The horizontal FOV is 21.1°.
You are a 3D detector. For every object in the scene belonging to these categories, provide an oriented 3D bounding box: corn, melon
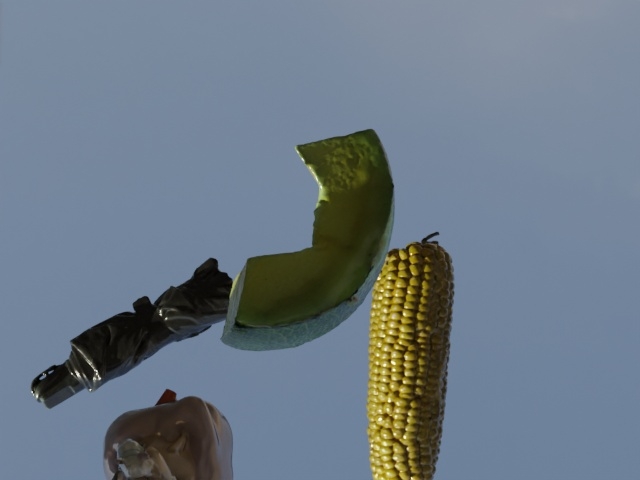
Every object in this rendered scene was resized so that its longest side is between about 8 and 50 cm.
[{"bbox_3d":[0.101,0.137,1.990,0.102,0.310,0.101,7,172,1],"label":"corn"},{"bbox_3d":[0.000,0.000,1.431,0.118,0.064,0.209,18,-103,-2],"label":"melon"}]

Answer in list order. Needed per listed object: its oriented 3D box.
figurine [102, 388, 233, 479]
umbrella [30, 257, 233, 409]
[{"bbox_3d":[-0.126,0.191,1.369,0.112,0.137,0.229,19,-162,-4],"label":"figurine"},{"bbox_3d":[-0.192,0.103,1.773,0.236,0.059,0.066,-31,-133,-10],"label":"umbrella"}]
